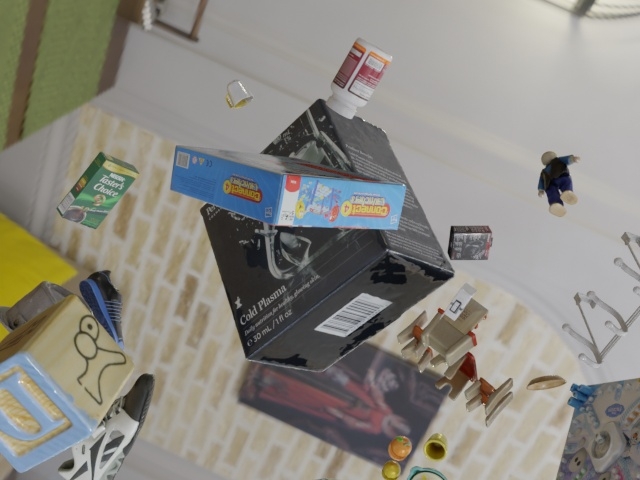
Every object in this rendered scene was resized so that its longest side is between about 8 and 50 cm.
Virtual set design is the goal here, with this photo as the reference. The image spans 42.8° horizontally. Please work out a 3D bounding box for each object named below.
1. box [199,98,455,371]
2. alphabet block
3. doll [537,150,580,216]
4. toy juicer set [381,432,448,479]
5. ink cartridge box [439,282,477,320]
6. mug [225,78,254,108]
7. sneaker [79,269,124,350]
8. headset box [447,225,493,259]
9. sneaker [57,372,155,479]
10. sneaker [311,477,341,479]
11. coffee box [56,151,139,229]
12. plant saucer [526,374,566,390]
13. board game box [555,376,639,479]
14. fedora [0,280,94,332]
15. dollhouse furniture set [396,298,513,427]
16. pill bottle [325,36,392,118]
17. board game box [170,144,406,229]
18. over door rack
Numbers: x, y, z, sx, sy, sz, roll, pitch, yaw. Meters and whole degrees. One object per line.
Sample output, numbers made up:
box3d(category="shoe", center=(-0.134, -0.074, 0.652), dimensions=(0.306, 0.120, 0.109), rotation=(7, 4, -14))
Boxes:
box3d(category="box", center=(0.000, 0.000, 2.048), dimensions=(0.480, 0.297, 0.472), rotation=(-40, -127, 26))
box3d(category="alphabet block", center=(-0.477, 0.246, 1.427), dimensions=(0.193, 0.192, 0.197), rotation=(-28, -164, 21))
box3d(category="doll", center=(0.517, -0.136, 1.776), dimensions=(0.129, 0.046, 0.189), rotation=(-53, -160, 32))
box3d(category="toy juicer set", center=(0.279, 0.717, 2.369), dimensions=(0.089, 0.209, 0.329), rotation=(-41, 126, -66))
box3d(category="ink cartridge box", center=(0.279, 0.130, 1.654), dimensions=(0.083, 0.028, 0.048), rotation=(-59, 166, 22))
box3d(category="mug", center=(-0.230, -0.399, 2.223), dimensions=(0.078, 0.064, 0.062), rotation=(-31, 175, 10))
box3d(category="sneaker", center=(-0.558, 0.191, 2.170), dimensions=(0.090, 0.081, 0.232), rotation=(-36, 118, -48))
box3d(category="headset box", center=(0.290, 0.005, 1.568), dimensions=(0.032, 0.083, 0.062), rotation=(-100, -170, -60))
box3d(category="sneaker", center=(-0.487, 0.427, 1.838), dimensions=(0.330, 0.146, 0.122), rotation=(-60, -171, 10))
box3d(category="sneaker", center=(-0.001, 0.700, 2.300), dimensions=(0.075, 0.161, 0.057), rotation=(162, -70, -64))
box3d(category="coffee box", center=(-0.531, -0.118, 1.950), dimensions=(0.184, 0.040, 0.113), rotation=(-48, 146, 11))
box3d(category="plant saucer", center=(0.467, 0.293, 1.691), dimensions=(0.083, 0.083, 0.015), rotation=(110, -24, -64))
box3d(category="board game box", center=(0.752, 0.547, 2.183), dimensions=(0.390, 0.050, 0.390), rotation=(-67, -169, -21))
box3d(category="fedora", center=(-0.648, 0.183, 1.982), dimensions=(0.275, 0.243, 0.124), rotation=(35, -86, 47))
box3d(category="dollhouse furniture set", center=(0.308, 0.243, 1.794), dimensions=(0.135, 0.262, 0.259), rotation=(-42, 147, -15))
box3d(category="pill bottle", center=(0.075, -0.331, 1.676), dimensions=(0.152, 0.086, 0.086), rotation=(-58, 180, 15))
box3d(category="board game box", center=(-0.060, -0.096, 1.481), dimensions=(0.302, 0.308, 0.086), rotation=(1, 102, -44))
box3d(category="over door rack", center=(0.703, 0.133, 2.018), dimensions=(0.239, 0.108, 0.324), rotation=(-61, -178, 29))
